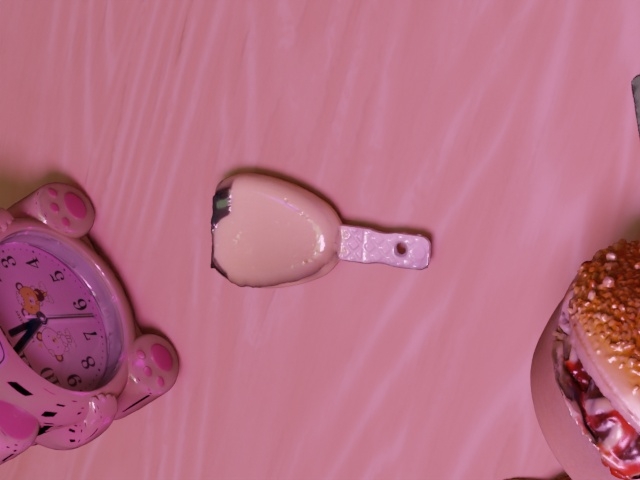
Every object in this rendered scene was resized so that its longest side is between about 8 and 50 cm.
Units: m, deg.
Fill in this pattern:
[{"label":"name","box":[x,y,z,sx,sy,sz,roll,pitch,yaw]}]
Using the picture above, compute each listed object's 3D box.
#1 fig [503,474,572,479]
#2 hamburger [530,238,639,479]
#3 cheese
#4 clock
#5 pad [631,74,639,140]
[{"label":"fig","box":[0.242,0.276,1.602,0.166,0.093,0.093,14,108,21]},{"label":"hamburger","box":[0.335,0.128,1.411,0.302,0.302,0.170,44,134,10]},{"label":"cheese","box":[0.000,0.000,1.675,0.251,0.054,0.127,8,105,24]},{"label":"clock","box":[-0.320,0.096,1.711,0.114,0.309,0.284,-29,89,31]},{"label":"pad","box":[0.379,-0.113,1.488,0.157,0.003,0.112,-6,99,27]}]
